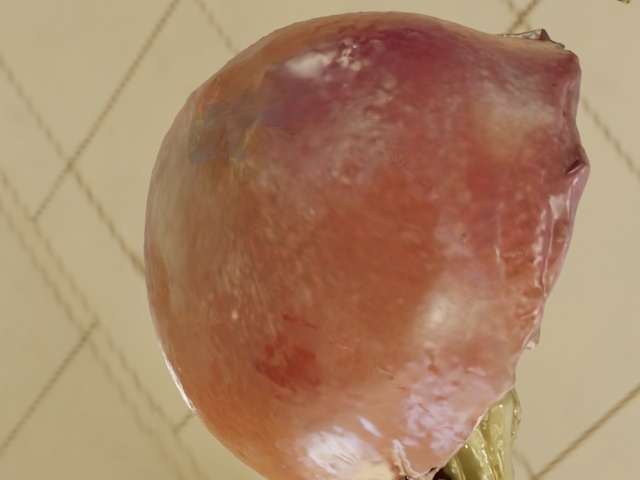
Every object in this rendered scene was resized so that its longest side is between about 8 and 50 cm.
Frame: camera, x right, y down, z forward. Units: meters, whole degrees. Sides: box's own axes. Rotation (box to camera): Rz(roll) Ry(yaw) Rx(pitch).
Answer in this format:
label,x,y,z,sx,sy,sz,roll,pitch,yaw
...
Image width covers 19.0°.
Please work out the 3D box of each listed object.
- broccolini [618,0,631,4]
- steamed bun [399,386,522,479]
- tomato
label,x,y,z,sx,sy,sz,roll,pitch,yaw
broccolini,0.218,-0.276,1.191,0.057,0.071,0.254,39,114,40
steamed bun,0.054,0.299,1.499,0.247,0.189,0.428,36,120,23
tomato,0.000,-0.002,1.141,0.335,0.176,0.289,-20,55,51
